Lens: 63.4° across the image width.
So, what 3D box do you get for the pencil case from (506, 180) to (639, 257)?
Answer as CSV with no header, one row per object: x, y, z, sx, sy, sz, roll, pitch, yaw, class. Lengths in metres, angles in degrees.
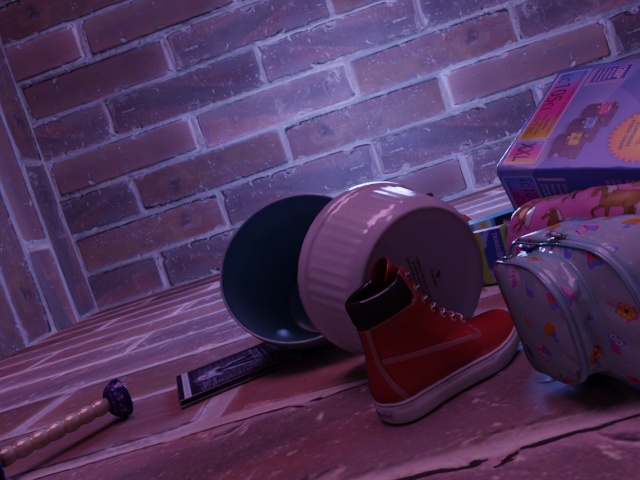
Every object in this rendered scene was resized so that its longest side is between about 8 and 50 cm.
0.424,0.004,0.639,0.167,0.160,0.386,3,-5,-26,pencil case

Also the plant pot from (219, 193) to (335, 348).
-0.021,0.083,0.996,0.290,0.290,0.195,-18,-29,5,plant pot

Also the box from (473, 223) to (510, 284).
0.310,0.035,1.030,0.178,0.109,0.042,-14,2,39,box

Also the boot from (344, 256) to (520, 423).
0.145,0.088,0.640,0.244,0.176,0.088,-19,3,-33,boot

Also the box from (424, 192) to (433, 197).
0.286,-0.043,1.659,0.167,0.168,0.203,-15,6,23,box

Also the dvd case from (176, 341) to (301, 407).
-0.158,0.241,0.973,0.221,0.018,0.164,-19,6,-16,dvd case

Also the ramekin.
0.115,0.050,0.754,0.273,0.273,0.127,-20,16,-25,ramekin

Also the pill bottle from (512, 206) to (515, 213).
0.597,-0.116,1.010,0.392,0.224,0.224,-14,6,42,pill bottle

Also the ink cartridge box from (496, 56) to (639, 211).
0.516,-0.147,0.778,0.395,0.151,0.270,11,59,51,ink cartridge box

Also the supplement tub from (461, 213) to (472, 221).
0.324,-0.004,1.392,0.190,0.117,0.117,-20,5,-34,supplement tub

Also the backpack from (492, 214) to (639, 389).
0.276,0.061,0.518,0.144,0.166,0.188,-21,2,-15,backpack

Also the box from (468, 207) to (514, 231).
0.395,-0.004,1.229,0.244,0.101,0.060,-18,6,2,box

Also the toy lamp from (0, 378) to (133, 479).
-0.447,0.315,0.835,0.080,0.080,0.274,-14,6,43,toy lamp
